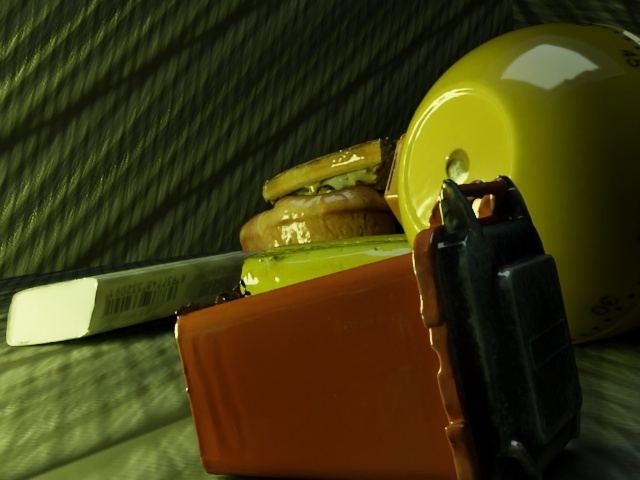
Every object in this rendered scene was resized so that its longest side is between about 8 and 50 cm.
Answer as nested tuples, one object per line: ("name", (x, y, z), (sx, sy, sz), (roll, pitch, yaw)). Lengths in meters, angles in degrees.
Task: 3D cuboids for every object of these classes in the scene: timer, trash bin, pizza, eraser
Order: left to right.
("eraser", (-0.267, 0.082, 1.414), (0.213, 0.082, 0.397), (-10, 0, 34))
("pizza", (0.044, -0.121, 1.691), (0.223, 0.089, 0.324), (-12, -3, -44))
("trash bin", (0.032, 0.066, 0.593), (0.239, 0.184, 0.161), (-10, 0, 29))
("timer", (0.286, -0.051, 0.979), (0.387, 0.375, 0.376), (6, -3, -31))

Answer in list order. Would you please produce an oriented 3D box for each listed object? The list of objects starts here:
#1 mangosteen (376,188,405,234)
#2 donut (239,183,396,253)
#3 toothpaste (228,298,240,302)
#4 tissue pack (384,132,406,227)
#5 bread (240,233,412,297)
("mangosteen", (0.165, -0.045, 1.845), (0.243, 0.242, 0.243), (-5, 3, 0))
("donut", (0.000, 0.000, 1.647), (0.299, 0.150, 0.317), (-10, -8, 12))
("toothpaste", (-0.098, 0.099, 1.465), (0.197, 0.029, 0.048), (-10, -6, -17))
("tissue pack", (0.252, -0.059, 1.555), (0.195, 0.145, 0.274), (-5, -35, 26))
("bread", (0.076, 0.054, 1.229), (0.384, 0.112, 0.166), (-4, 8, 18))
